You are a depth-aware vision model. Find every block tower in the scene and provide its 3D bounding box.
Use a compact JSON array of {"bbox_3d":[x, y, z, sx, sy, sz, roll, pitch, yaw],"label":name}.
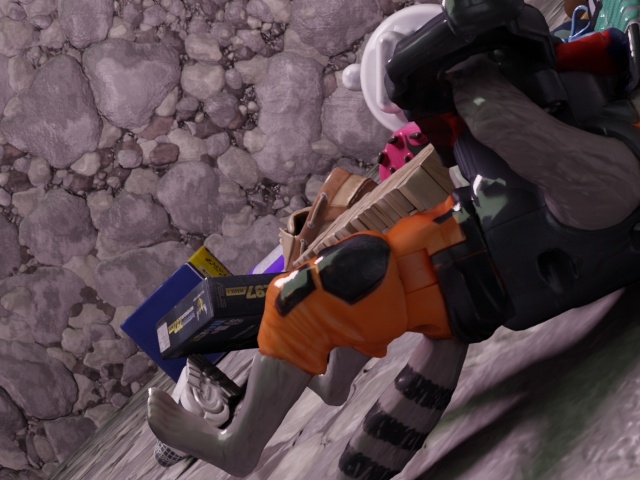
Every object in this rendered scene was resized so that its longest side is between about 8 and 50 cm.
[{"bbox_3d":[0.081,-0.013,1.089,0.091,0.097,0.335,-47,6,-27],"label":"block tower"}]

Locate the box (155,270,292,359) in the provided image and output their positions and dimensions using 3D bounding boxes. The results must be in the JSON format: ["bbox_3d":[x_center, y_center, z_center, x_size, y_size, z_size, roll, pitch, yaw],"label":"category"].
[{"bbox_3d":[-0.104,0.102,1.330,0.183,0.059,0.233,-4,-17,-28],"label":"box"}]

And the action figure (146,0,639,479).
[{"bbox_3d":[0.105,0.013,0.565,0.330,0.178,0.341,-36,-21,18],"label":"action figure"}]

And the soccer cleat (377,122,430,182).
[{"bbox_3d":[0.203,-0.148,1.311,0.143,0.116,0.331,-20,-13,-33],"label":"soccer cleat"}]

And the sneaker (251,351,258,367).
[{"bbox_3d":[-0.004,0.108,1.056,0.175,0.064,0.067,-49,23,12],"label":"sneaker"}]

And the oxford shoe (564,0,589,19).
[{"bbox_3d":[0.429,-0.386,1.500,0.096,0.083,0.227,-50,4,-16],"label":"oxford shoe"}]

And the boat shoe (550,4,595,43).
[{"bbox_3d":[0.261,-0.180,1.013,0.109,0.089,0.258,-44,4,3],"label":"boat shoe"}]

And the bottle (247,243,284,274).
[{"bbox_3d":[-0.082,0.074,1.815,0.283,0.092,0.118,-43,4,25],"label":"bottle"}]

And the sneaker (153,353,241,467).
[{"bbox_3d":[-0.170,0.223,1.302,0.095,0.090,0.235,-55,0,8],"label":"sneaker"}]

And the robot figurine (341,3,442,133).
[{"bbox_3d":[0.187,-0.257,1.517,0.353,0.300,0.199,-20,-66,-69],"label":"robot figurine"}]

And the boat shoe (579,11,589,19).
[{"bbox_3d":[0.405,-0.317,1.362,0.153,0.048,0.056,-39,-14,-48],"label":"boat shoe"}]

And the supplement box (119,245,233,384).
[{"bbox_3d":[-0.269,0.158,2.109,0.194,0.195,0.356,-44,5,3],"label":"supplement box"}]

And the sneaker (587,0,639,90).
[{"bbox_3d":[0.290,-0.176,0.830,0.223,0.098,0.083,-81,-3,-46],"label":"sneaker"}]

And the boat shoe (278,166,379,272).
[{"bbox_3d":[0.000,0.000,1.453,0.123,0.116,0.324,-49,-3,-44],"label":"boat shoe"}]
